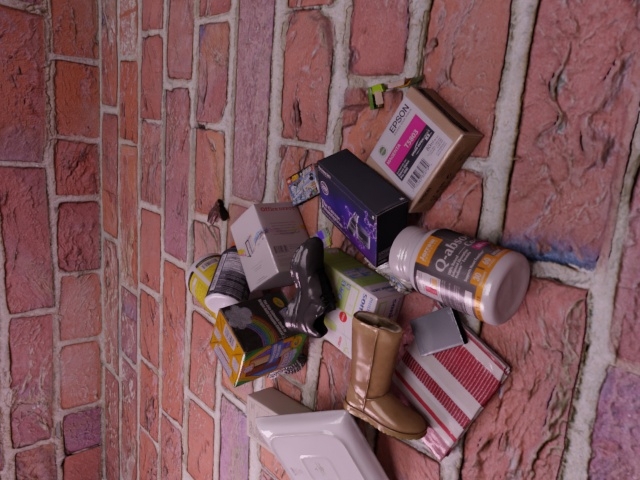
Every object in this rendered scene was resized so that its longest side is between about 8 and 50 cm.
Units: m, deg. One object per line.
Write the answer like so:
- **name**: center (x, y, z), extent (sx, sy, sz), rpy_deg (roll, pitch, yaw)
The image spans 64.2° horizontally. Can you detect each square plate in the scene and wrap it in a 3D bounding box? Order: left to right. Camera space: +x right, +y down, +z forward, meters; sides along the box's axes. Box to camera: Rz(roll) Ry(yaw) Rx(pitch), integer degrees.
- **square plate**: center (0.009, 0.635, 1.448), extent (0.344, 0.049, 0.347), rpy_deg (-18, 107, 33)

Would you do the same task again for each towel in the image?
- **towel**: center (0.000, 0.000, 1.563), extent (0.083, 0.009, 0.060), rpy_deg (-28, 73, 46)
- **towel**: center (0.298, 0.348, 1.261), extent (0.237, 0.037, 0.329), rpy_deg (46, 124, 37)

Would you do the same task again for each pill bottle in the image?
- **pill bottle**: center (-0.321, 0.196, 1.809), extent (0.334, 0.188, 0.188), rpy_deg (35, 119, 40)
- **pill bottle**: center (-0.278, 0.114, 1.654), extent (0.130, 0.130, 0.245), rpy_deg (-38, 29, 43)
- **pill bottle**: center (0.298, 0.065, 1.130), extent (0.278, 0.162, 0.162), rpy_deg (23, 111, 44)

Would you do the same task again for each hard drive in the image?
- **hard drive**: center (0.283, 0.219, 1.228), extent (0.135, 0.022, 0.094), rpy_deg (-33, 67, 45)

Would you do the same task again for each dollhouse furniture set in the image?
- **dollhouse furniture set**: center (0.183, -0.368, 1.274), extent (0.152, 0.076, 0.058), rpy_deg (3, 110, 49)

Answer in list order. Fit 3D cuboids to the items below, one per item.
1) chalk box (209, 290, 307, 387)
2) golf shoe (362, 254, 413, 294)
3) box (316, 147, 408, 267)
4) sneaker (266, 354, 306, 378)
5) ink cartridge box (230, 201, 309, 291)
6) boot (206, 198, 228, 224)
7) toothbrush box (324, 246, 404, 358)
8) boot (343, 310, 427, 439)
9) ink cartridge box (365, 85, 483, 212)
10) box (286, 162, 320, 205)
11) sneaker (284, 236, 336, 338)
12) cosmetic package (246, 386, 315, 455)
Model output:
- **chalk box**: center (-0.164, 0.291, 1.576), extent (0.180, 0.289, 0.179), rpy_deg (52, 136, 32)
- **golf shoe**: center (0.189, 0.062, 1.337), extent (0.176, 0.069, 0.086), rpy_deg (40, 102, 34)
- **box**: center (0.103, -0.087, 1.306), extent (0.261, 0.103, 0.184), rpy_deg (47, 153, 39)
- **sneaker**: center (-0.116, 0.405, 1.701), extent (0.162, 0.073, 0.063), rpy_deg (-21, 103, 27)
- **ink cartridge box**: center (-0.148, 0.017, 1.608), extent (0.168, 0.171, 0.232), rpy_deg (-36, 68, 44)
- **boot**: center (-0.403, -0.087, 1.975), extent (0.114, 0.037, 0.106), rpy_deg (-46, 48, 37)
- **toothbrush box**: center (0.072, 0.172, 1.424), extent (0.283, 0.122, 0.206), rpy_deg (33, 118, 39)
- **boot**: center (0.168, 0.333, 1.253), extent (0.236, 0.089, 0.269), rpy_deg (15, 111, 21)
- **ink cartridge box**: center (0.237, -0.214, 1.217), extent (0.193, 0.088, 0.234), rpy_deg (52, 130, 29)
- **box**: center (-0.047, -0.171, 1.580), extent (0.137, 0.027, 0.094), rpy_deg (-22, 80, 47)
- **sneaker**: center (-0.011, 0.129, 1.359), extent (0.130, 0.109, 0.286), rpy_deg (20, 116, 34)
- **cosmetic package**: center (-0.113, 0.623, 1.690), extent (0.309, 0.113, 0.160), rpy_deg (14, 106, 47)
